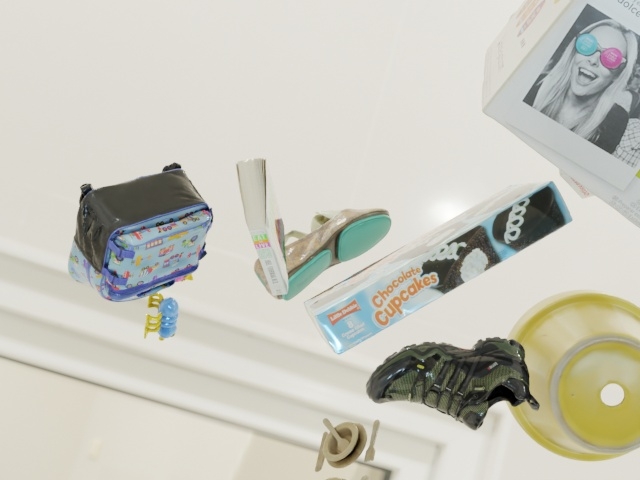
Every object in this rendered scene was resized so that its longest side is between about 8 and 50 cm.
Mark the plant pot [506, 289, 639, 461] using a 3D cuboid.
[{"bbox_3d":[0.393,0.203,1.618,0.254,0.254,0.239,15,3,3],"label":"plant pot"}]

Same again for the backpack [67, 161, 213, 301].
[{"bbox_3d":[-0.221,0.011,1.372,0.158,0.117,0.173,-17,-34,-38],"label":"backpack"}]

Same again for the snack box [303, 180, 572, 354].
[{"bbox_3d":[0.136,0.029,1.399,0.060,0.322,0.187,61,-4,-4],"label":"snack box"}]

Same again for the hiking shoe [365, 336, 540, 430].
[{"bbox_3d":[0.176,0.198,1.517,0.227,0.114,0.086,-10,-41,-5],"label":"hiking shoe"}]

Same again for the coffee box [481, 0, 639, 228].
[{"bbox_3d":[0.415,-0.213,1.269,0.338,0.334,0.337,35,21,-6],"label":"coffee box"}]

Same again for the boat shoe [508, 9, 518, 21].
[{"bbox_3d":[0.376,-0.355,2.059,0.076,0.226,0.083,26,-55,-34],"label":"boat shoe"}]

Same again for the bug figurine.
[{"bbox_3d":[-0.249,0.027,1.934,0.072,0.279,0.216,8,-42,-8],"label":"bug figurine"}]

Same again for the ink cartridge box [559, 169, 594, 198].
[{"bbox_3d":[0.402,-0.127,1.618,0.143,0.090,0.092,-17,-32,29],"label":"ink cartridge box"}]

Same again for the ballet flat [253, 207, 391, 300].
[{"bbox_3d":[0.000,0.000,2.128,0.106,0.316,0.107,35,-44,28],"label":"ballet flat"}]

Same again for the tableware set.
[{"bbox_3d":[0.024,0.379,1.880,0.128,0.194,0.039,-21,-51,36],"label":"tableware set"}]

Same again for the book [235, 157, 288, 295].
[{"bbox_3d":[-0.063,-0.013,1.291,0.035,0.096,0.144,-9,-32,4],"label":"book"}]
